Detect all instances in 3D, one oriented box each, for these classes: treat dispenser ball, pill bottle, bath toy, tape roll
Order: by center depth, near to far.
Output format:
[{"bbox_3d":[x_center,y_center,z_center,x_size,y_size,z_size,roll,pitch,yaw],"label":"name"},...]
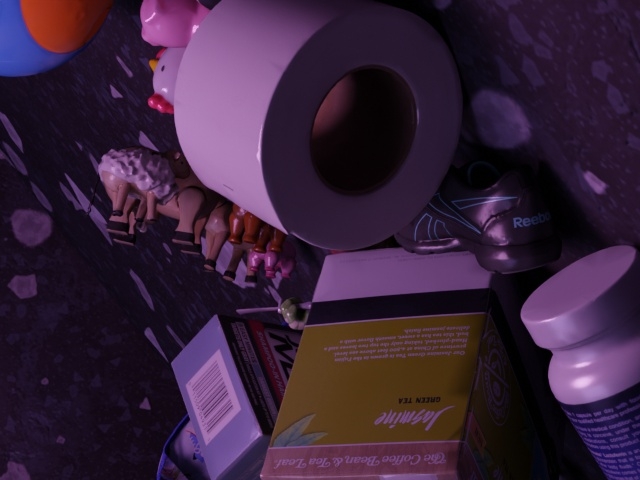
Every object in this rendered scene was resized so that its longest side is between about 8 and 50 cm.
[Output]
[{"bbox_3d":[0.308,0.145,1.315,0.265,0.153,0.153,56,162,-12],"label":"pill bottle"},{"bbox_3d":[-0.002,-0.130,1.405,0.169,0.246,0.246,31,152,49],"label":"tape roll"},{"bbox_3d":[-0.151,-0.268,1.628,0.151,0.129,0.348,46,154,19],"label":"bath toy"},{"bbox_3d":[-0.418,-0.366,1.891,0.288,0.288,0.288,45,161,21],"label":"treat dispenser ball"}]

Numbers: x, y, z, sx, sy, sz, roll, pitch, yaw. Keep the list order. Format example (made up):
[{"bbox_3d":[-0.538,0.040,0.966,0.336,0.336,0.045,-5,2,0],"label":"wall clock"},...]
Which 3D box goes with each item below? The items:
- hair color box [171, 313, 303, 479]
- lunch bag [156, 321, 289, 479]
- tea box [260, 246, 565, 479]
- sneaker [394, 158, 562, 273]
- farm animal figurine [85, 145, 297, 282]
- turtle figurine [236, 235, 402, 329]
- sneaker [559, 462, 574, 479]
[{"bbox_3d":[0.007,0.221,1.824,0.374,0.113,0.185,13,-139,-42],"label":"hair color box"},{"bbox_3d":[-0.096,0.347,2.297,0.239,0.385,0.328,46,160,19],"label":"lunch bag"},{"bbox_3d":[0.120,0.228,1.553,0.219,0.324,0.329,-5,134,23],"label":"tea box"},{"bbox_3d":[0.159,-0.037,1.471,0.267,0.101,0.106,12,118,61],"label":"sneaker"},{"bbox_3d":[-0.167,-0.064,2.023,0.326,0.172,0.330,12,167,-12],"label":"farm animal figurine"},{"bbox_3d":[0.000,0.000,1.723,0.274,0.198,0.266,39,153,26],"label":"turtle figurine"},{"bbox_3d":[0.264,0.309,1.863,0.228,0.086,0.132,2,123,54],"label":"sneaker"}]
